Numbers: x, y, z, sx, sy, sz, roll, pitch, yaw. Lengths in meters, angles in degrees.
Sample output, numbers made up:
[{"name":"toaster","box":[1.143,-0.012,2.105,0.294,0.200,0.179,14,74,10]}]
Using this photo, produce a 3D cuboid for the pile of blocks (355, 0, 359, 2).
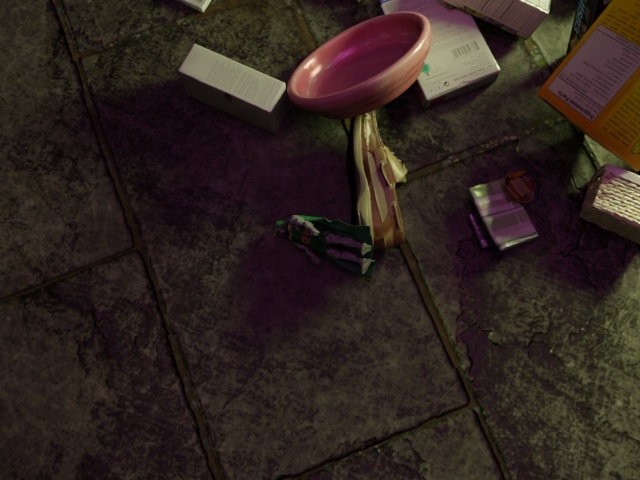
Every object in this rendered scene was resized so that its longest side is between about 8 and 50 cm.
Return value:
[{"name":"pile of blocks","box":[0.194,-0.695,1.672,0.362,0.112,0.149,-20,75,-4]}]

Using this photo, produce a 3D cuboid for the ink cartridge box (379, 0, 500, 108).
[{"name":"ink cartridge box","box":[0.260,-0.474,1.636,0.186,0.065,0.311,-22,78,-6]}]

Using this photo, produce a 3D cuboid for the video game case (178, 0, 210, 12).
[{"name":"video game case","box":[-0.312,-0.664,1.725,0.173,0.022,0.190,27,78,8]}]

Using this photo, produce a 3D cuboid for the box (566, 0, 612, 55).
[{"name":"box","box":[0.694,-0.532,1.520,0.293,0.295,0.073,-21,58,-5]}]

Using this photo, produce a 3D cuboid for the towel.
[{"name":"towel","box":[0.392,-0.059,1.519,0.113,0.023,0.152,-16,74,-27]}]

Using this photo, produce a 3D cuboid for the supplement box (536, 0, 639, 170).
[{"name":"supplement box","box":[0.650,-0.355,1.415,0.356,0.195,0.194,-53,36,21]}]

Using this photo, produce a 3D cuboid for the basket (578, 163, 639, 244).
[{"name":"basket","box":[0.641,-0.072,1.491,0.167,0.113,0.103,26,81,8]}]

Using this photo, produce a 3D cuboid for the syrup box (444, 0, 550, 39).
[{"name":"syrup box","box":[0.393,-0.559,1.601,0.237,0.096,0.093,22,61,-8]}]

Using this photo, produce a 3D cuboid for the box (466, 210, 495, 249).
[{"name":"box","box":[0.362,-0.029,1.534,0.067,0.018,0.083,-20,75,-4]}]

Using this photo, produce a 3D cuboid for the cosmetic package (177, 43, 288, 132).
[{"name":"cosmetic package","box":[-0.191,-0.336,1.583,0.231,0.117,0.085,23,75,9]}]

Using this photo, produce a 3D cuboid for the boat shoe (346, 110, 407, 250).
[{"name":"boat shoe","box":[0.122,-0.133,1.527,0.120,0.122,0.323,-3,83,-4]}]

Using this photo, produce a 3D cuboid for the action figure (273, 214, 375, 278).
[{"name":"action figure","box":[0.000,0.000,1.483,0.232,0.137,0.063,19,40,29]}]

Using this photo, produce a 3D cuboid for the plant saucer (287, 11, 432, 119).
[{"name":"plant saucer","box":[0.091,-0.366,1.524,0.332,0.084,0.332,-22,34,16]}]

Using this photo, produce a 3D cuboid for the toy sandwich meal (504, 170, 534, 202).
[{"name":"toy sandwich meal","box":[0.432,-0.117,1.535,0.086,0.029,0.085,11,59,-20]}]
